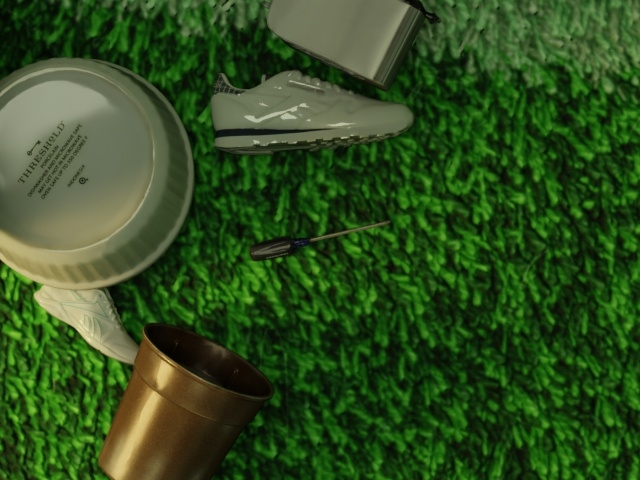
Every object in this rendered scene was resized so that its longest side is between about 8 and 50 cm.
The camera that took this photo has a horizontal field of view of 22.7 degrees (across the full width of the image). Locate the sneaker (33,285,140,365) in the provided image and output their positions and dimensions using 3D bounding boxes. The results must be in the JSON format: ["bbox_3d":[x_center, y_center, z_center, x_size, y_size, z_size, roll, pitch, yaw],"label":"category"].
[{"bbox_3d":[-0.259,0.089,1.859,0.152,0.054,0.061,38,89,0],"label":"sneaker"}]

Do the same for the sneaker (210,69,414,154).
[{"bbox_3d":[-0.010,-0.152,1.835,0.235,0.090,0.095,-2,82,0],"label":"sneaker"}]

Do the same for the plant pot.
[{"bbox_3d":[-0.161,0.206,1.815,0.167,0.167,0.165,27,99,0],"label":"plant pot"}]

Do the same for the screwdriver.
[{"bbox_3d":[0.000,0.000,1.872,0.169,0.024,0.025,-9,121,-5],"label":"screwdriver"}]

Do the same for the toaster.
[{"bbox_3d":[0.033,-0.247,1.789,0.185,0.168,0.110,25,95,1],"label":"toaster"}]

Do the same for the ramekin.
[{"bbox_3d":[-0.280,-0.082,1.799,0.272,0.127,0.273,0,84,1],"label":"ramekin"}]
